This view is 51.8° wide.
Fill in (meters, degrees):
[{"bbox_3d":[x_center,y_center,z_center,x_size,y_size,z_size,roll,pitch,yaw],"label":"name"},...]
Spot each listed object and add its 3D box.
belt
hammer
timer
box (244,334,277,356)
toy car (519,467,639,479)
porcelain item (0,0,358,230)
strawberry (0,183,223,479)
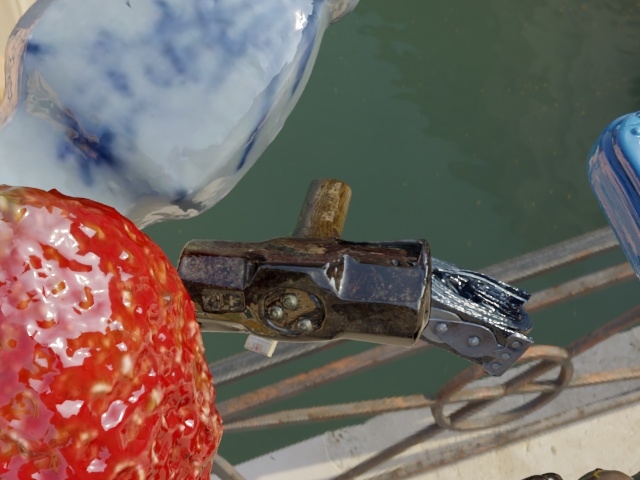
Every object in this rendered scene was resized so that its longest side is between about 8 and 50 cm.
[{"bbox_3d":[0.216,0.098,1.009,0.218,0.128,0.122,23,37,-7],"label":"belt"},{"bbox_3d":[0.000,0.000,0.785,0.242,0.095,0.409,0,18,6],"label":"hammer"},{"bbox_3d":[0.575,-0.058,0.960,0.309,0.115,0.340,-8,61,-12],"label":"timer"},{"bbox_3d":[-0.077,0.127,0.979,0.046,0.012,0.083,14,71,29],"label":"box"},{"bbox_3d":[0.367,0.353,0.727,0.240,0.340,0.271,-37,62,9],"label":"toy car"},{"bbox_3d":[-0.151,-0.157,0.633,0.405,0.242,0.178,-49,15,-10],"label":"porcelain item"},{"bbox_3d":[-0.188,0.091,0.403,0.257,0.277,0.257,3,29,-2],"label":"strawberry"}]
